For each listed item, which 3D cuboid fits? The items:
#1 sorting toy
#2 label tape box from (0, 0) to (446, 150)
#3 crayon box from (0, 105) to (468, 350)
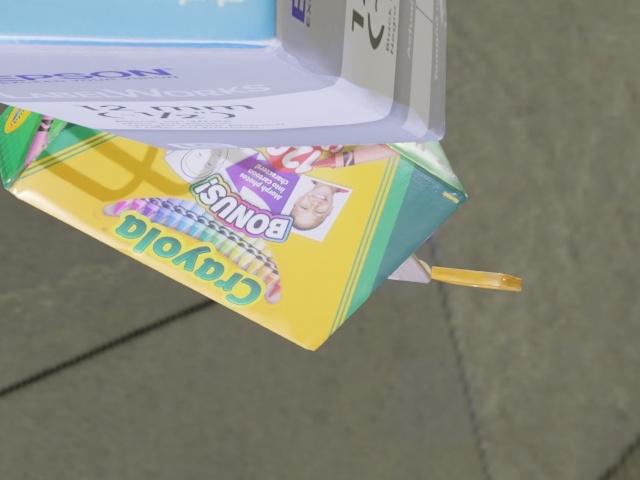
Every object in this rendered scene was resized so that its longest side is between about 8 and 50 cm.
[{"bbox_3d":[0.000,0.000,1.561,0.196,0.348,0.047,24,73,-79],"label":"sorting toy"},{"bbox_3d":[-0.043,-0.162,0.502,0.348,0.115,0.249,12,78,-78],"label":"label tape box"},{"bbox_3d":[-0.058,-0.053,1.234,0.278,0.081,0.165,29,114,-35],"label":"crayon box"}]
